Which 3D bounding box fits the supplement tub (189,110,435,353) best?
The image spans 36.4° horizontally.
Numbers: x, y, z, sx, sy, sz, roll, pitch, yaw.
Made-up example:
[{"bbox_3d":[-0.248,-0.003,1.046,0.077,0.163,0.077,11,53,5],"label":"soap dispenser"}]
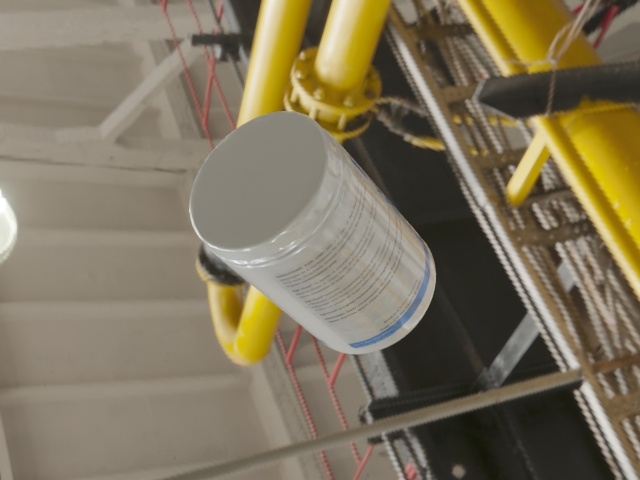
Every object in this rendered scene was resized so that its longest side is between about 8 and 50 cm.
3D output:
[{"bbox_3d":[0.000,0.000,0.432,0.071,0.107,0.071,-17,-127,24],"label":"supplement tub"}]
